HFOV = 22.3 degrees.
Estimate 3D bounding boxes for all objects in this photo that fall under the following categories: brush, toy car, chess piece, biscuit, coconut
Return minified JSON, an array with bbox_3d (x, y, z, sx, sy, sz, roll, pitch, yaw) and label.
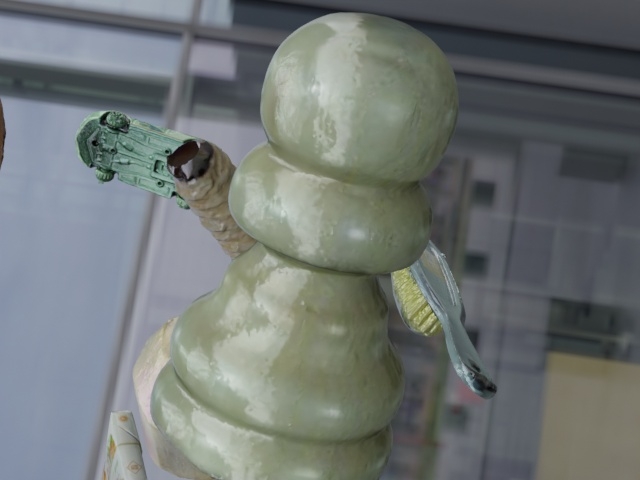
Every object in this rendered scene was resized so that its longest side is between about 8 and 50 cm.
[{"bbox_3d":[0.110,0.080,1.599,0.060,0.068,0.297,-45,25,15],"label":"brush"},{"bbox_3d":[-0.201,-0.104,1.933,0.058,0.186,0.093,-63,-10,-59],"label":"toy car"},{"bbox_3d":[0.000,0.000,1.137,0.182,0.182,0.330,-74,-1,-67],"label":"chess piece"},{"bbox_3d":[-0.067,-0.011,1.418,0.219,0.055,0.061,56,-176,-44],"label":"biscuit"},{"bbox_3d":[-0.121,0.203,2.031,0.197,0.237,0.237,-105,15,-47],"label":"coconut"}]

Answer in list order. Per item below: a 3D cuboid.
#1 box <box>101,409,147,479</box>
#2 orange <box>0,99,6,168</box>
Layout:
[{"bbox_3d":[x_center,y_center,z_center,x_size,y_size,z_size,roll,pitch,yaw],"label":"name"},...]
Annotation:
[{"bbox_3d":[-0.202,0.304,1.743,0.220,0.032,0.122,-112,26,-46],"label":"box"},{"bbox_3d":[-0.328,-0.078,1.247,0.193,0.161,0.193,-47,-31,-41],"label":"orange"}]
